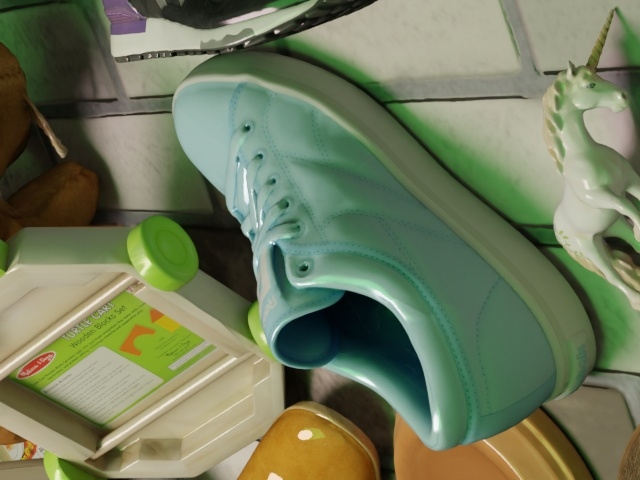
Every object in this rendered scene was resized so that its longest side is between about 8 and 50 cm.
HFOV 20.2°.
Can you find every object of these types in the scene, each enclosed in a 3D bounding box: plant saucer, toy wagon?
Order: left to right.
[{"bbox_3d":[-0.184,0.073,1.361,0.344,0.068,0.267,34,127,-31],"label":"toy wagon"},{"bbox_3d":[0.118,0.183,1.255,0.200,0.037,0.200,33,139,35],"label":"plant saucer"}]

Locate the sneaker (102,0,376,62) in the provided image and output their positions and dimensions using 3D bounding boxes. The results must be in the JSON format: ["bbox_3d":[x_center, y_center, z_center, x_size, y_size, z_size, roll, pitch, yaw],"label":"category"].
[{"bbox_3d":[-0.071,-0.189,1.160,0.283,0.107,0.124,2,111,54],"label":"sneaker"}]

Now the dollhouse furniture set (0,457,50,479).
[{"bbox_3d":[-0.305,0.362,1.637,0.303,0.198,0.286,101,162,-60],"label":"dollhouse furniture set"}]

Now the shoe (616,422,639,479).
[{"bbox_3d":[0.218,0.180,1.107,0.076,0.058,0.219,-108,20,-48],"label":"shoe"}]

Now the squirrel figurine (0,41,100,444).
[{"bbox_3d":[-0.364,0.013,1.449,0.281,0.397,0.370,50,156,24],"label":"squirrel figurine"}]

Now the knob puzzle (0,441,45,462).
[{"bbox_3d":[-0.289,0.206,1.842,0.213,0.030,0.213,35,141,34],"label":"knob puzzle"}]

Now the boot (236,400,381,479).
[{"bbox_3d":[-0.059,0.266,1.390,0.104,0.211,0.295,34,146,9],"label":"boot"}]

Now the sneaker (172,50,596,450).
[{"bbox_3d":[0.000,0.000,1.164,0.366,0.150,0.135,36,140,33],"label":"sneaker"}]

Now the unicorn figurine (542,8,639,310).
[{"bbox_3d":[0.161,-0.028,1.003,0.111,0.060,0.162,44,144,23],"label":"unicorn figurine"}]
